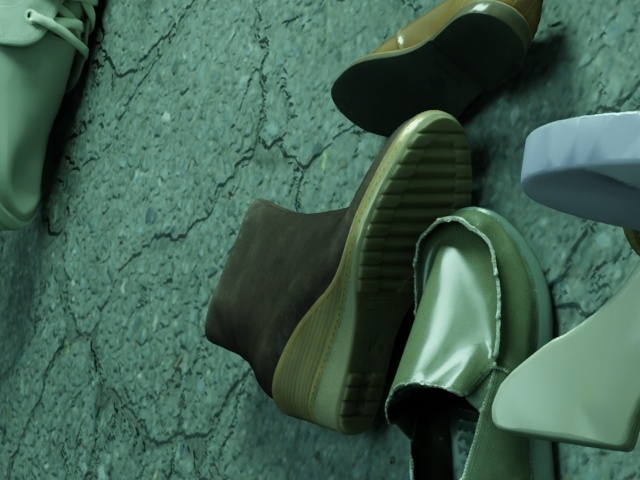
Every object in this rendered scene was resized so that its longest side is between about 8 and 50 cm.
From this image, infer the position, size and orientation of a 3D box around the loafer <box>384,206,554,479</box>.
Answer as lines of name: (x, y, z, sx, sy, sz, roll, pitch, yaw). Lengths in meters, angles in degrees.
loafer: (0.093, 0.087, 1.230, 0.094, 0.087, 0.251, -35, 50, 42)

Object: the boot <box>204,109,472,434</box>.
boot: (0.000, 0.000, 1.393, 0.207, 0.090, 0.248, 34, 108, 52)

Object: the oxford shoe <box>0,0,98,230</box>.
oxford shoe: (-0.274, -0.231, 1.837, 0.130, 0.169, 0.449, -2, 73, 17)

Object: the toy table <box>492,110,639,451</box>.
toy table: (0.225, 0.035, 0.952, 0.274, 0.252, 0.160, 3, 77, 32)

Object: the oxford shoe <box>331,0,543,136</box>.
oxford shoe: (0.087, -0.131, 1.364, 0.212, 0.076, 0.076, -24, 28, 51)

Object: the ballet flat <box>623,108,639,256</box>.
ballet flat: (0.260, -0.143, 1.095, 0.124, 0.116, 0.342, -113, 44, -67)
